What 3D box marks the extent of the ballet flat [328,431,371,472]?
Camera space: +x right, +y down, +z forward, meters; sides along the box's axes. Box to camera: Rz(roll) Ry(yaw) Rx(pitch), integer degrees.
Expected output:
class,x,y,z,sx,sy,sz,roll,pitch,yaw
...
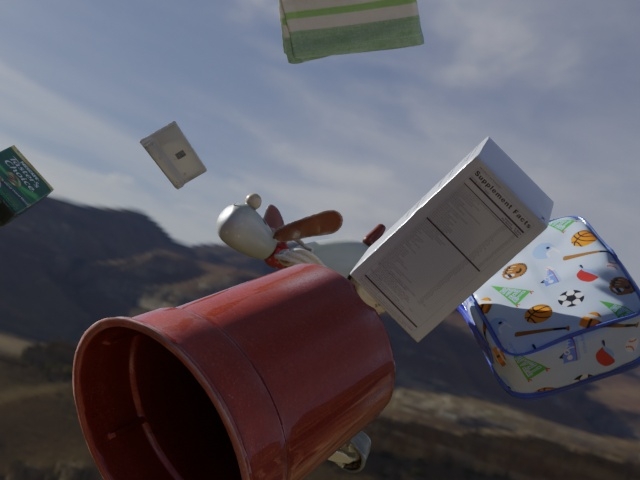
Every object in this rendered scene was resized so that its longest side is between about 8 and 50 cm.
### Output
class,x,y,z,sx,sy,sz,roll,pitch,yaw
ballet flat,-0.009,0.280,1.736,0.213,0.068,0.072,37,-51,-19

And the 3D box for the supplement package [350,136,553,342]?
class,x,y,z,sx,sy,sz,roll,pitch,yaw
supplement package,0.182,-0.003,1.570,0.139,0.244,0.134,46,22,-2

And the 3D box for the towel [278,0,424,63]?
class,x,y,z,sx,sy,sz,roll,pitch,yaw
towel,0.024,-0.466,1.906,0.248,0.325,0.038,-5,22,19

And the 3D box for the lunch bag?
class,x,y,z,sx,sy,sz,roll,pitch,yaw
lunch bag,0.320,0.092,1.657,0.243,0.115,0.303,-21,32,0

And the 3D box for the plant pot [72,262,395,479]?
class,x,y,z,sx,sy,sz,roll,pitch,yaw
plant pot,-0.076,0.160,1.234,0.272,0.272,0.265,13,29,41

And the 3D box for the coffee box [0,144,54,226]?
class,x,y,z,sx,sy,sz,roll,pitch,yaw
coffee box,-0.539,-0.097,1.980,0.113,0.040,0.184,49,16,-6

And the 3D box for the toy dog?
class,x,y,z,sx,sy,sz,roll,pitch,yaw
toy dog,0.000,0.000,1.891,0.220,0.161,0.334,15,-14,36

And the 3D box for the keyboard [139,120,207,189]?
class,x,y,z,sx,sy,sz,roll,pitch,yaw
keyboard,-0.266,-0.154,2.106,0.014,0.072,0.256,53,-4,17
